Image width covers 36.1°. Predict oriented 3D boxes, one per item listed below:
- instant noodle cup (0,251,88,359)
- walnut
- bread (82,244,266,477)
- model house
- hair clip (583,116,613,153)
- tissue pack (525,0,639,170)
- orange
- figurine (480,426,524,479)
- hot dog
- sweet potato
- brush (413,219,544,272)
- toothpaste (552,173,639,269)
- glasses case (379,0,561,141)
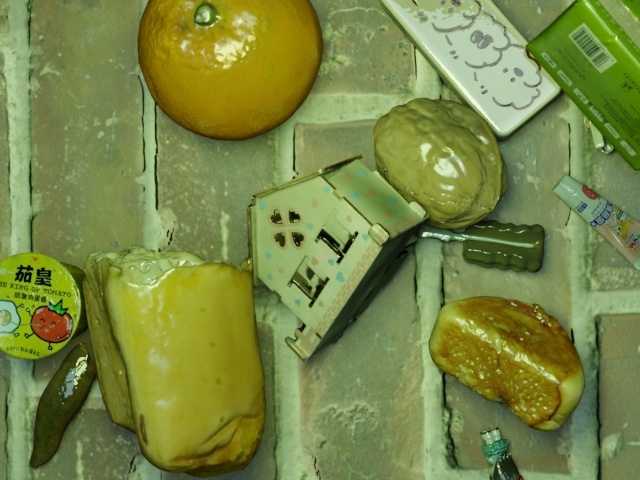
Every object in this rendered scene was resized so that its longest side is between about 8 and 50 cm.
[{"bbox_3d":[-0.479,0.111,1.717,0.182,0.144,0.182,0,89,8],"label":"instant noodle cup"},{"bbox_3d":[0.197,-0.126,1.600,0.198,0.198,0.245,-45,63,5],"label":"walnut"},{"bbox_3d":[-0.224,0.192,1.609,0.250,0.361,0.394,-13,96,-23],"label":"bread"},{"bbox_3d":[0.000,0.000,1.616,0.244,0.169,0.326,42,127,15],"label":"model house"},{"bbox_3d":[0.450,-0.248,1.642,0.062,0.056,0.214,-19,78,28],"label":"hair clip"},{"bbox_3d":[0.493,-0.276,1.525,0.167,0.200,0.275,-43,92,-17],"label":"tissue pack"},{"bbox_3d":[-0.150,-0.318,1.610,0.312,0.312,0.312,0,88,8],"label":"orange"},{"bbox_3d":[0.303,0.367,1.645,0.060,0.047,0.106,-10,78,-34],"label":"figurine"},{"bbox_3d":[0.311,0.184,1.591,0.256,0.153,0.150,32,122,18],"label":"hot dog"},{"bbox_3d":[-0.464,0.300,1.743,0.077,0.077,0.244,26,91,8],"label":"sweet potato"},{"bbox_3d":[0.225,-0.005,1.658,0.301,0.071,0.084,8,78,9],"label":"brush"},{"bbox_3d":[0.474,-0.036,1.636,0.194,0.043,0.067,38,91,2],"label":"toothpaste"},{"bbox_3d":[0.250,-0.334,1.658,0.144,0.076,0.336,-41,83,6],"label":"glasses case"}]
